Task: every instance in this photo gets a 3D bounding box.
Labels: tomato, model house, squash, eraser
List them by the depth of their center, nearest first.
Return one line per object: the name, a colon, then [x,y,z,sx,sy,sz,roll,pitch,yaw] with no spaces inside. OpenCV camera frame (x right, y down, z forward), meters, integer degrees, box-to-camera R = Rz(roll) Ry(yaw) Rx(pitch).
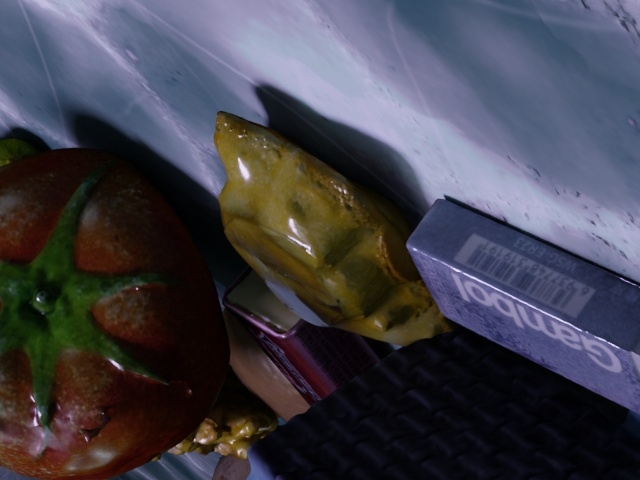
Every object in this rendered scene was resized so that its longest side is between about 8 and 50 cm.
eraser: [0.155,0.048,1.133,0.212,0.046,0.092,26,159,38]
model house: [0.114,0.232,1.279,0.297,0.339,0.360,31,-179,-33]
tomato: [-0.222,0.077,1.603,0.303,0.303,0.239,35,175,13]
squash: [-0.330,-0.056,1.832,0.095,0.095,0.188,42,163,-11]

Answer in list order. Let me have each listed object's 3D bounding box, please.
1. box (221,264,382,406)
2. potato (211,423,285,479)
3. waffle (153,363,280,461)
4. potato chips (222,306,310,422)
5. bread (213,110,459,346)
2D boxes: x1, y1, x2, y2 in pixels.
box: [0.012,0.116,1.583,0.120,0.069,0.224,29,160,50]
potato: [-0.026,0.286,1.947,0.165,0.165,0.262,34,174,18]
waffle: [-0.169,0.169,1.858,0.259,0.069,0.293,5,-166,-15]
potato chips: [-0.025,0.146,1.762,0.195,0.062,0.208,18,152,47]
bread: [0.000,0.000,1.278,0.160,0.088,0.233,23,160,32]
